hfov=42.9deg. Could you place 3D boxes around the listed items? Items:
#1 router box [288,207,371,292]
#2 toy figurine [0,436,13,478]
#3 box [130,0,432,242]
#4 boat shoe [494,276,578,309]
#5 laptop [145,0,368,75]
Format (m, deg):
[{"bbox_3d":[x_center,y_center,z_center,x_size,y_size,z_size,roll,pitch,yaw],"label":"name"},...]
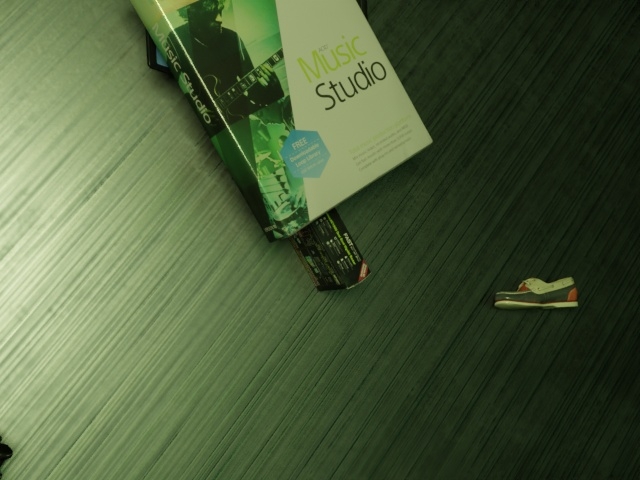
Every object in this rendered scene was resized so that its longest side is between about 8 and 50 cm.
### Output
[{"bbox_3d":[0.000,0.000,0.966,0.038,0.092,0.122,-32,98,-22],"label":"router box"},{"bbox_3d":[-0.403,0.226,0.717,0.209,0.213,0.148,34,89,-13],"label":"toy figurine"},{"bbox_3d":[-0.039,-0.192,0.892,0.232,0.058,0.322,-34,97,-30],"label":"box"},{"bbox_3d":[0.292,0.072,1.104,0.137,0.049,0.043,0,81,-25],"label":"boat shoe"},{"bbox_3d":[-0.065,-0.297,0.941,0.264,0.136,0.234,-3,86,-7],"label":"laptop"}]
